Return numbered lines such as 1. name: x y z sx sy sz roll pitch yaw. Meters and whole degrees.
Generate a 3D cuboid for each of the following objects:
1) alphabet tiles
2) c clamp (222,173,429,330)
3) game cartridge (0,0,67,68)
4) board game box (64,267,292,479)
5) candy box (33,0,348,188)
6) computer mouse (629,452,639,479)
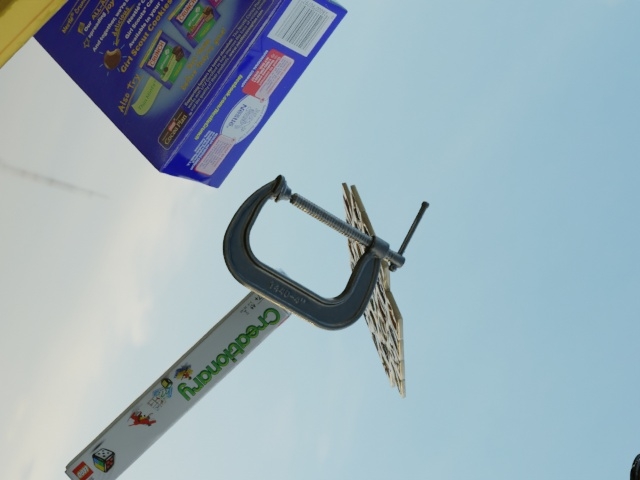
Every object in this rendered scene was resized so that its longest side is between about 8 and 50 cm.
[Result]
1. alphabet tiles: 0.087 0.081 2.086 0.342 0.011 0.285 83 -11 -52
2. c clamp: 0.000 0.000 1.069 0.022 0.161 0.137 -6 -118 66
3. game cartridge: -0.346 -0.257 1.317 0.285 0.053 0.323 -45 -143 2
4. board game box: -0.151 0.159 1.491 0.305 0.053 0.193 -43 -179 7
5. candy box: -0.167 -0.262 1.529 0.317 0.122 0.268 46 -75 30
6. computer mouse: 0.444 0.353 1.437 0.060 0.262 0.184 -21 -130 50
